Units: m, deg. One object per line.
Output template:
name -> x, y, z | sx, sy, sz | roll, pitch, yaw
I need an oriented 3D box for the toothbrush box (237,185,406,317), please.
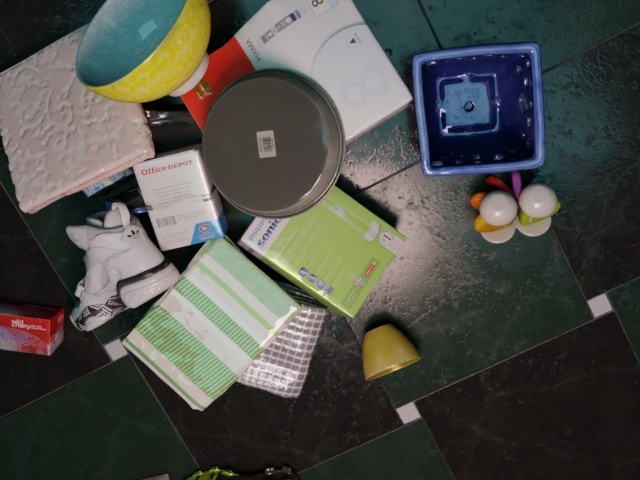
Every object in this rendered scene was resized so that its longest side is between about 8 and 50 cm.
toothbrush box -> 0.000, 0.000, 1.527 | 0.283, 0.122, 0.206 | 35, 80, -7

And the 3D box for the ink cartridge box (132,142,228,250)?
ink cartridge box -> -0.285, -0.090, 1.500 | 0.139, 0.082, 0.191 | -12, 108, 7

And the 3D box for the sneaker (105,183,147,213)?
sneaker -> -0.357, -0.114, 1.578 | 0.232, 0.081, 0.091 | -9, 102, -1

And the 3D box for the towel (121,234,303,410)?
towel -> -0.234, 0.178, 1.550 | 0.248, 0.038, 0.325 | 43, 96, 1

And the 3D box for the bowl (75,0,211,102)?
bowl -> -0.303, -0.364, 1.374 | 0.289, 0.289, 0.156 | -39, 137, 12

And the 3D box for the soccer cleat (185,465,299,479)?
soccer cleat -> -0.189, 0.608, 1.738 | 0.288, 0.093, 0.121 | -3, 110, 5

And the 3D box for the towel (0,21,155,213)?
towel -> -0.512, -0.256, 1.489 | 0.316, 0.053, 0.332 | -24, 73, 12

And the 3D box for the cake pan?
cake pan -> -0.100, -0.183, 1.396 | 0.293, 0.054, 0.294 | 2, 98, 14

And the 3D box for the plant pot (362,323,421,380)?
plant pot -> 0.145, 0.242, 1.618 | 0.134, 0.134, 0.095 | -25, 73, 9

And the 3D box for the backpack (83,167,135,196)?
backpack -> -0.467, -0.142, 1.556 | 0.105, 0.114, 0.084 | -29, 101, 11

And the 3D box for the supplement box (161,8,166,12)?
supplement box -> -0.273, -0.573, 1.457 | 0.080, 0.078, 0.234 | 4, 105, 3

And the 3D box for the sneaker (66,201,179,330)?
sneaker -> -0.457, 0.055, 1.551 | 0.365, 0.137, 0.210 | -25, 95, 43

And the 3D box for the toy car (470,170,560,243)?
toy car -> 0.402, -0.082, 1.518 | 0.181, 0.159, 0.136 | -12, 66, 7

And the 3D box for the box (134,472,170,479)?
box -> -0.390, 0.719, 1.776 | 0.113, 0.094, 0.275 | -13, 102, 6

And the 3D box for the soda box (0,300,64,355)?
soda box -> -0.732, 0.193, 1.671 | 0.263, 0.083, 0.092 | 7, 105, 1

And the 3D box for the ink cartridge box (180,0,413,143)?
ink cartridge box -> -0.062, -0.300, 1.421 | 0.384, 0.091, 0.308 | -32, 89, 0

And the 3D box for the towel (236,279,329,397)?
towel -> -0.145, 0.204, 1.619 | 0.283, 0.121, 0.235 | 17, 103, -1

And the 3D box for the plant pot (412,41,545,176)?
plant pot -> 0.297, -0.261, 1.430 | 0.235, 0.212, 0.236 | -5, 104, 4

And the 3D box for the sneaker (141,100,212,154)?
sneaker -> -0.294, -0.228, 1.542 | 0.286, 0.109, 0.130 | 3, 114, 9
